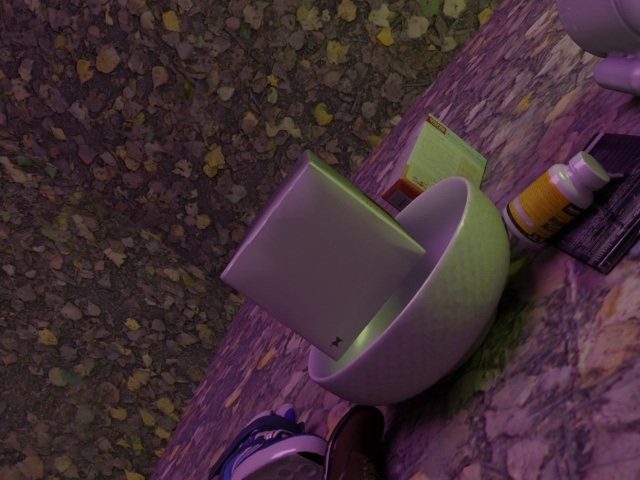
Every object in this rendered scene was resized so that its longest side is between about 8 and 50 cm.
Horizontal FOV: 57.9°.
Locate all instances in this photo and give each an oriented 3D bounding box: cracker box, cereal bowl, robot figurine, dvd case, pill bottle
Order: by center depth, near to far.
[{"bbox_3d":[0.283,-0.051,0.697,0.116,0.065,0.065,-49,10,37],"label":"pill bottle"},{"bbox_3d":[0.339,-0.055,0.699,0.165,0.018,0.221,-53,10,9],"label":"dvd case"},{"bbox_3d":[0.426,-0.328,0.711,0.353,0.199,0.300,-90,10,-76],"label":"robot figurine"},{"bbox_3d":[0.136,0.086,0.798,0.339,0.141,0.339,-51,10,12],"label":"cereal bowl"},{"bbox_3d":[0.221,-0.119,1.098,0.067,0.155,0.232,-45,12,46],"label":"cracker box"}]

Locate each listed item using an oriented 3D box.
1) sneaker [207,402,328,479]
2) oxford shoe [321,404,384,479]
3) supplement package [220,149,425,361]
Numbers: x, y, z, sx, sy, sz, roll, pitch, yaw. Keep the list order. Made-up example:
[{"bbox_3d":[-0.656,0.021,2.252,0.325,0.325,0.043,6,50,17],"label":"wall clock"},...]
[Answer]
[{"bbox_3d":[-0.067,0.329,0.931,0.323,0.130,0.236,-54,11,34],"label":"sneaker"},{"bbox_3d":[0.050,0.295,0.705,0.096,0.083,0.227,-23,27,36],"label":"oxford shoe"},{"bbox_3d":[0.000,0.000,0.800,0.175,0.177,0.293,-52,9,8],"label":"supplement package"}]
